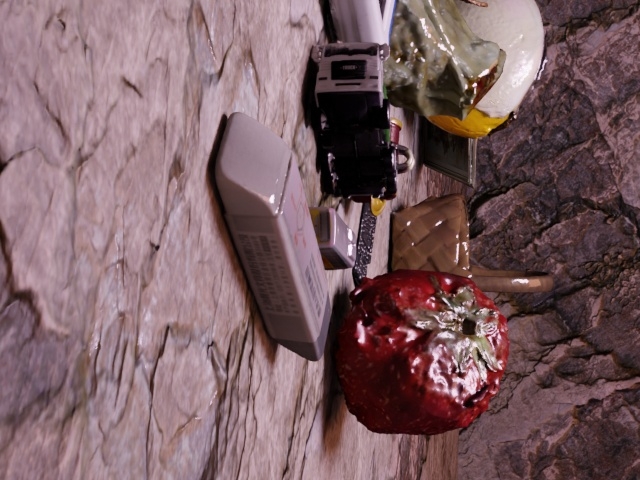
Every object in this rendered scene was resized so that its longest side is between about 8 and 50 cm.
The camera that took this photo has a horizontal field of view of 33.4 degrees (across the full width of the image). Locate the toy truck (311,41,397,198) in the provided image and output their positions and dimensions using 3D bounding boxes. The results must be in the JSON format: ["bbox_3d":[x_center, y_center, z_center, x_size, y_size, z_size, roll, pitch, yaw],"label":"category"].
[{"bbox_3d":[0.049,-0.151,1.389,0.242,0.101,0.125,79,14,-56],"label":"toy truck"}]

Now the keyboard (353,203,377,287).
[{"bbox_3d":[0.075,-0.017,1.731,0.060,0.018,0.196,68,27,-57],"label":"keyboard"}]

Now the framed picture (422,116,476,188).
[{"bbox_3d":[0.278,-0.240,2.322,0.274,0.017,0.217,-145,-129,-69],"label":"framed picture"}]

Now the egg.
[{"bbox_3d":[0.267,-0.362,2.065,0.337,0.201,0.337,-31,-127,53],"label":"egg"}]

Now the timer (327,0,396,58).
[{"bbox_3d":[0.048,-0.368,1.378,0.253,0.078,0.178,74,24,-57],"label":"timer"}]

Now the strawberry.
[{"bbox_3d":[0.134,0.173,1.573,0.220,0.274,0.274,-50,-162,44],"label":"strawberry"}]

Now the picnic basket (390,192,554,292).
[{"bbox_3d":[0.300,0.077,2.090,0.293,0.337,0.337,-3,96,-77],"label":"picnic basket"}]

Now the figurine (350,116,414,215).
[{"bbox_3d":[0.091,-0.110,1.598,0.082,0.098,0.154,61,31,-74],"label":"figurine"}]

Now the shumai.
[{"bbox_3d":[0.171,-0.327,1.636,0.261,0.221,0.225,73,26,-46],"label":"shumai"}]

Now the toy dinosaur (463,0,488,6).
[{"bbox_3d":[0.204,-0.558,1.711,0.206,0.112,0.328,92,-9,-74],"label":"toy dinosaur"}]

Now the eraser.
[{"bbox_3d":[-0.041,0.010,1.105,0.352,0.061,0.089,77,19,-53],"label":"eraser"}]

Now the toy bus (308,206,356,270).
[{"bbox_3d":[0.000,0.000,1.265,0.172,0.072,0.058,44,46,-75],"label":"toy bus"}]
